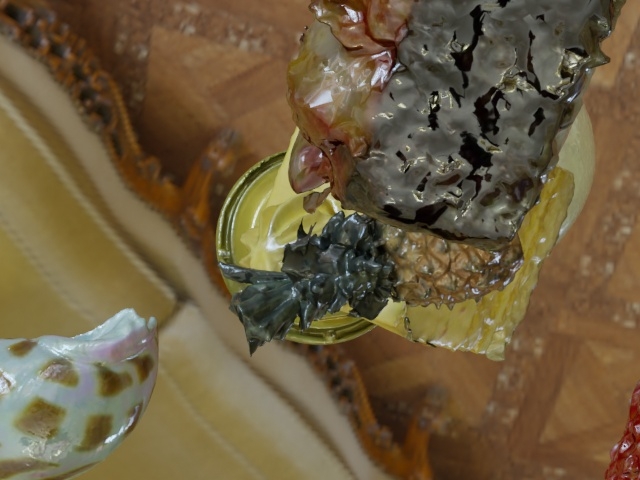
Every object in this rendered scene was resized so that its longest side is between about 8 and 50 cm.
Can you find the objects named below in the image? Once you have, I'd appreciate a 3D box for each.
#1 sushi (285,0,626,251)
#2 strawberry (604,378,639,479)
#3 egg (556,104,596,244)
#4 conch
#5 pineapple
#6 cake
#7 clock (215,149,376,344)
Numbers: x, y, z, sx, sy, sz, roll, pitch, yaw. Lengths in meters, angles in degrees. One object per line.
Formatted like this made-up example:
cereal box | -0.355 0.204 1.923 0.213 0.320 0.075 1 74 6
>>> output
sushi | 0.090 -0.148 0.915 0.182 0.196 0.343 24 110 3
strawberry | 0.285 0.222 1.195 0.178 0.234 0.234 -38 121 -2
egg | 0.220 -0.056 1.883 0.337 0.337 0.201 -32 78 38
conch | -0.366 0.220 1.917 0.368 0.197 0.249 -17 169 29
pineapple | 0.041 0.020 1.259 0.248 0.128 0.128 -19 132 -6
cake | 0.072 -0.025 1.449 0.222 0.227 0.286 22 -177 34
clock | 0.000 0.000 1.677 0.237 0.237 0.057 23 163 -6
